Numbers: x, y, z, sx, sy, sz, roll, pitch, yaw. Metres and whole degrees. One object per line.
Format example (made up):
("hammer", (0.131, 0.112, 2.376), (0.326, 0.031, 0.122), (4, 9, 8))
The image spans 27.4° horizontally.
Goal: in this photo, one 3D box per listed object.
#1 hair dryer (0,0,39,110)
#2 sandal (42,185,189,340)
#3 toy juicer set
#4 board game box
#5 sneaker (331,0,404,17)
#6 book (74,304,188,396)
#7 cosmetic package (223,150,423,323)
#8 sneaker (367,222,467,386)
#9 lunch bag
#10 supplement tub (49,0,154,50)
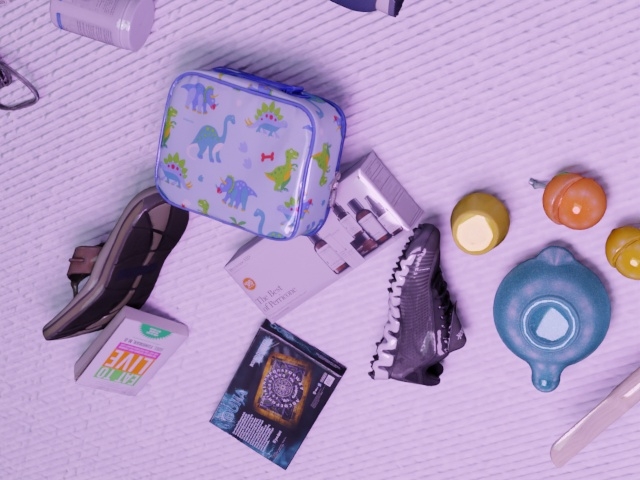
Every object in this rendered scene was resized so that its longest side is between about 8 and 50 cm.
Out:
("hair dryer", (-0.498, -0.271, 1.640), (0.293, 0.080, 0.224), (12, 120, 16))
("sandal", (-0.266, 0.025, 1.694), (0.086, 0.120, 0.303), (53, 124, 23))
("toy juicer set", (0.298, 0.072, 1.500), (0.209, 0.089, 0.329), (-23, 97, 16))
("board game box", (-0.059, 0.205, 1.736), (0.126, 0.026, 0.186), (32, 123, 4))
("sneaker", (0.038, -0.389, 1.350), (0.131, 0.112, 0.319), (12, 118, 13))
("book", (-0.255, 0.150, 1.763), (0.096, 0.035, 0.144), (20, 129, -29))
("cosmetic package", (0.000, 0.000, 1.590), (0.239, 0.060, 0.099), (-36, 98, 31))
("sneaker", (0.130, 0.084, 1.574), (0.106, 0.078, 0.234), (18, 124, 9))
("lunch bag", (-0.080, -0.105, 1.520), (0.219, 0.090, 0.176), (19, 108, 29))
("supplement tub", (-0.258, -0.270, 1.551), (0.107, 0.071, 0.071), (20, 121, 11))
